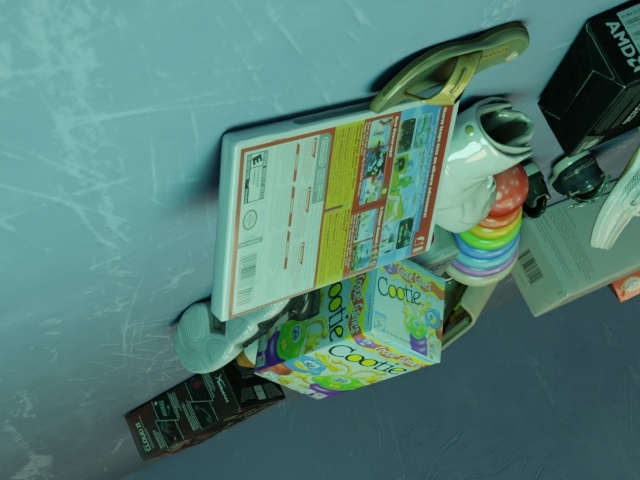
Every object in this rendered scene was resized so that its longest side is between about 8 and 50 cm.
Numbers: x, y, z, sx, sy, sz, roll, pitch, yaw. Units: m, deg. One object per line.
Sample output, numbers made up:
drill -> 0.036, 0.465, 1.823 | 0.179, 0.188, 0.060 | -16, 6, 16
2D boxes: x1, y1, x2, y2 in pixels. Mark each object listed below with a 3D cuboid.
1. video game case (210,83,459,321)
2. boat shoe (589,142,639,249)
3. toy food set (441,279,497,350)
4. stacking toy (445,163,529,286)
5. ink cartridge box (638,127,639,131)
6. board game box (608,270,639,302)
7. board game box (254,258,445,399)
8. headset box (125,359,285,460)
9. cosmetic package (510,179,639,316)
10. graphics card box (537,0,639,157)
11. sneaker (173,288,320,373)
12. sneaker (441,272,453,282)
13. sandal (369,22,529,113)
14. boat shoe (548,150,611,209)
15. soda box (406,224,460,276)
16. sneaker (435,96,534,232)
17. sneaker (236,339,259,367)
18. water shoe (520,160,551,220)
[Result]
video game case -> 0.018, -0.042, 1.063 | 0.285, 0.025, 0.204 | -17, 129, -34
boat shoe -> 0.565, -0.086, 1.800 | 0.098, 0.096, 0.277 | -28, 147, -55
toy food set -> 0.294, 0.105, 2.201 | 0.220, 0.092, 0.306 | -55, 180, -28
stacking toy -> 0.254, -0.042, 1.596 | 0.141, 0.141, 0.330 | -25, 160, -6
ink cartridge box -> 0.628, -0.147, 1.610 | 0.193, 0.235, 0.088 | -21, 166, -17
board game box -> 0.771, 0.004, 2.512 | 0.242, 0.064, 0.316 | -28, -157, 6
board game box -> 0.042, 0.134, 1.595 | 0.144, 0.142, 0.275 | 27, 145, -31
headset box -> -0.256, 0.363, 2.218 | 0.293, 0.110, 0.218 | -31, 166, 20
cosmetic package -> 0.591, 0.001, 2.238 | 0.365, 0.197, 0.155 | -18, 165, -25
graphics card box -> 0.461, -0.240, 1.232 | 0.371, 0.094, 0.233 | -25, 168, -8
sneaker -> -0.095, 0.110, 1.526 | 0.153, 0.101, 0.268 | -8, 156, -48
sneaker -> 0.279, 0.030, 1.999 | 0.217, 0.079, 0.121 | -28, 167, 9
sandal -> 0.133, -0.160, 1.007 | 0.180, 0.049, 0.072 | -22, 167, -17
boat shoe -> 0.462, -0.103, 1.822 | 0.095, 0.079, 0.254 | -31, 168, 5
soda box -> 0.144, 0.037, 1.730 | 0.098, 0.091, 0.286 | -23, 167, -12
sneaker -> 0.204, -0.093, 1.290 | 0.169, 0.108, 0.292 | -28, 166, 25
sneaker -> -0.056, 0.206, 2.028 | 0.123, 0.106, 0.290 | -29, 157, 31
water shoe -> 0.329, -0.065, 1.709 | 0.073, 0.080, 0.203 | -25, 167, -1
